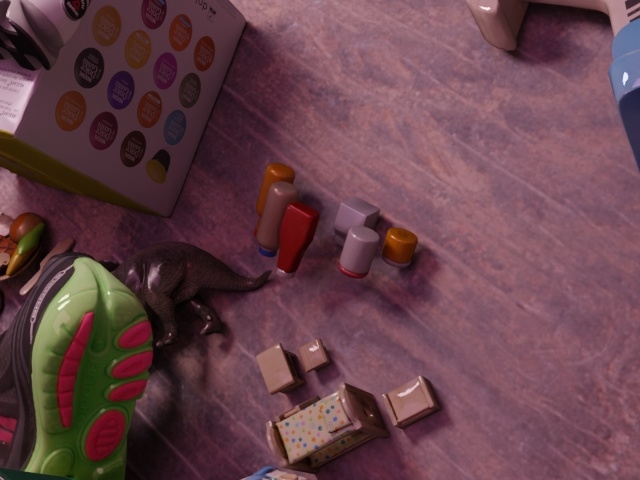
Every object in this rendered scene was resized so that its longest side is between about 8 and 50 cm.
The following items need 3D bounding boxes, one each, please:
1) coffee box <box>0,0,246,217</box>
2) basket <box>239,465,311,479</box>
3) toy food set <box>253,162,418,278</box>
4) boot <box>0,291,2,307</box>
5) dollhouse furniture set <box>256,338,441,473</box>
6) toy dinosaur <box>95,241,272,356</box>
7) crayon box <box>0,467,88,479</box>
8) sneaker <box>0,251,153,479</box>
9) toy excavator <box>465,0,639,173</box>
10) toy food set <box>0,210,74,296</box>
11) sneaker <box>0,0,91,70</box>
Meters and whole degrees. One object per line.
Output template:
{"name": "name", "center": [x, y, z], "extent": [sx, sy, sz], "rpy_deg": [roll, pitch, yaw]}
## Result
{"name": "coffee box", "center": [-0.369, -0.263, 1.358], "extent": [0.338, 0.337, 0.334], "rpy_deg": [16, 81, 29]}
{"name": "basket", "center": [-0.036, 0.373, 1.025], "extent": [0.289, 0.255, 0.201], "rpy_deg": [28, 113, 37]}
{"name": "toy food set", "center": [0.000, 0.000, 1.232], "extent": [0.232, 0.111, 0.104], "rpy_deg": [28, 118, 20]}
{"name": "boot", "center": [-0.614, 0.100, 1.455], "extent": [0.213, 0.165, 0.077], "rpy_deg": [-21, 64, 17]}
{"name": "dollhouse furniture set", "center": [0.019, 0.164, 1.161], "extent": [0.182, 0.101, 0.161], "rpy_deg": [-31, 62, 14]}
{"name": "toy dinosaur", "center": [-0.224, 0.069, 1.304], "extent": [0.314, 0.121, 0.160], "rpy_deg": [-23, 78, 22]}
{"name": "crayon box", "center": [-0.324, 0.458, 1.107], "extent": [0.106, 0.313, 0.363], "rpy_deg": [24, 85, 34]}
{"name": "sneaker", "center": [-0.339, 0.226, 1.236], "extent": [0.482, 0.185, 0.202], "rpy_deg": [-63, 37, 22]}
{"name": "toy excavator", "center": [0.392, -0.214, 1.073], "extent": [0.433, 0.222, 0.445], "rpy_deg": [-16, 53, 21]}
{"name": "toy food set", "center": [-0.481, 0.006, 1.473], "extent": [0.192, 0.038, 0.132], "rpy_deg": [18, 58, 30]}
{"name": "sneaker", "center": [-0.383, -0.297, 1.128], "extent": [0.331, 0.122, 0.146], "rpy_deg": [21, 67, 29]}
